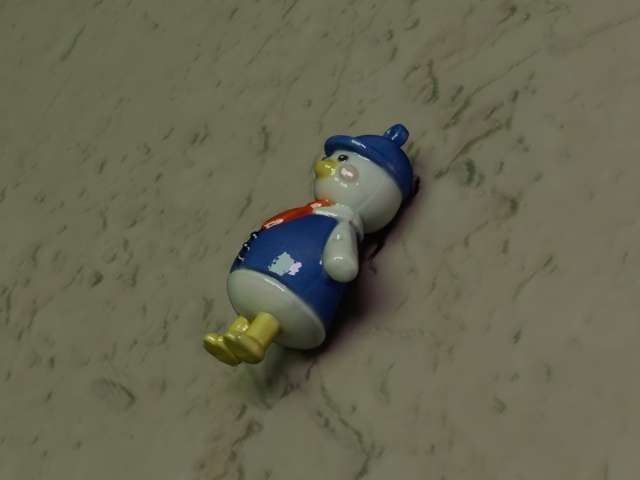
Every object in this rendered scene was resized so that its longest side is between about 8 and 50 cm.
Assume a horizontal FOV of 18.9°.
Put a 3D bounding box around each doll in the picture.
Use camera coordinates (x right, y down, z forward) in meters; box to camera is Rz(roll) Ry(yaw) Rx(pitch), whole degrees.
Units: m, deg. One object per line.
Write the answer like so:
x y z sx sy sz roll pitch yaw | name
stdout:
0.000 0.000 0.893 0.143 0.057 0.099 -53 20 -19 | doll
